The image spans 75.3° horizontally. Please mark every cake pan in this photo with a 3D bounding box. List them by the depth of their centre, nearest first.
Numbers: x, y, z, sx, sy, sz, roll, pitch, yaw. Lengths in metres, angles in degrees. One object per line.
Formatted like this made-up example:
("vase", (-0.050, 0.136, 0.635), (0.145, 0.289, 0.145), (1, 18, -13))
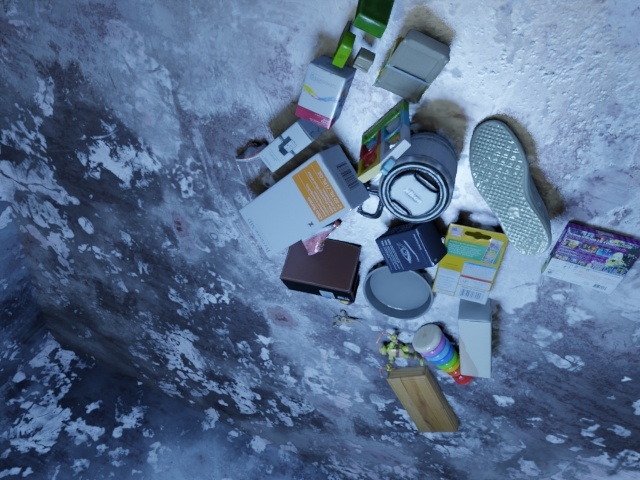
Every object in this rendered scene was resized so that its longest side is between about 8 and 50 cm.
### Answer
("cake pan", (0.324, 0.210, 1.732), (0.294, 0.054, 0.292), (11, 126, 15))

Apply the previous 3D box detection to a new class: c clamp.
("c clamp", (0.176, -0.148, 1.559), (0.138, 0.022, 0.160), (9, 132, 7))

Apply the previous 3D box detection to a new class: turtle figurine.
("turtle figurine", (0.364, 0.522, 1.914), (0.218, 0.087, 0.269), (5, 116, 11))

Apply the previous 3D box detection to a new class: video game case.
("video game case", (0.905, 0.062, 1.392), (0.232, 0.041, 0.210), (16, 128, 11))

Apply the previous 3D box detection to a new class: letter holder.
("letter holder", (0.014, 0.115, 1.754), (0.302, 0.214, 0.152), (9, 158, 16))

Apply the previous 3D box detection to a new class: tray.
("tray", (0.509, 0.794, 2.053), (0.203, 0.076, 0.410), (-18, 116, 32))

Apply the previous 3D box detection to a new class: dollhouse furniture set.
("dollhouse furniture set", (0.214, -0.572, 1.225), (0.302, 0.151, 0.197), (20, 152, -13))

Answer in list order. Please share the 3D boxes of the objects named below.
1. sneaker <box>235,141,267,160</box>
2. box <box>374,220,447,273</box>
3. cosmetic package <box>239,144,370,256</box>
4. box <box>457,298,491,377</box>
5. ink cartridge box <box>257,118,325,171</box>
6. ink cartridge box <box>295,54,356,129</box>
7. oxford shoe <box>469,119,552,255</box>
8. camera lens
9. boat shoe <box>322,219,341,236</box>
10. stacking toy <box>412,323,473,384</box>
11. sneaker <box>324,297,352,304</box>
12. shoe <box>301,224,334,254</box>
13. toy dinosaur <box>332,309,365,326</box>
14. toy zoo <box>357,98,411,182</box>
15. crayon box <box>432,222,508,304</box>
("sneaker", (-0.263, -0.344, 1.602), (0.158, 0.061, 0.064), (-8, 92, 26))
("box", (0.328, 0.022, 1.512), (0.207, 0.108, 0.153), (-15, 105, 50))
("cosmetic package", (-0.070, -0.137, 1.552), (0.454, 0.161, 0.229), (-29, 95, 38))
("box", (0.628, 0.393, 1.676), (0.121, 0.148, 0.310), (0, 121, 23))
("ink cartridge box", (-0.098, -0.350, 1.455), (0.209, 0.153, 0.086), (-29, 107, 34))
("ink cartridge box", (0.016, -0.478, 1.331), (0.128, 0.128, 0.176), (25, 129, 4))
("oxford shoe", (0.603, -0.166, 1.316), (0.169, 0.130, 0.448), (-22, 98, 39))
("camera lens", (0.313, -0.202, 1.305), (0.220, 0.274, 0.219), (11, 127, 16))
("boat shoe", (0.028, -0.041, 1.685), (0.043, 0.049, 0.137), (44, 126, -6))
("stacking toy", (0.554, 0.513, 1.816), (0.141, 0.141, 0.330), (-31, 114, 36))
("sneaker", (0.059, 0.243, 1.847), (0.186, 0.083, 0.069), (36, 129, -3))
("shoe", (0.000, 0.000, 1.649), (0.178, 0.064, 0.081), (-26, 84, 44))
("toy dinosaur", (0.122, 0.370, 1.943), (0.183, 0.053, 0.092), (-13, 133, 38))
("toy zoo", (0.195, -0.298, 1.279), (0.030, 0.293, 0.192), (35, 131, -23))
("crayon box", (0.546, 0.071, 1.523), (0.203, 0.083, 0.322), (13, 128, 14))
